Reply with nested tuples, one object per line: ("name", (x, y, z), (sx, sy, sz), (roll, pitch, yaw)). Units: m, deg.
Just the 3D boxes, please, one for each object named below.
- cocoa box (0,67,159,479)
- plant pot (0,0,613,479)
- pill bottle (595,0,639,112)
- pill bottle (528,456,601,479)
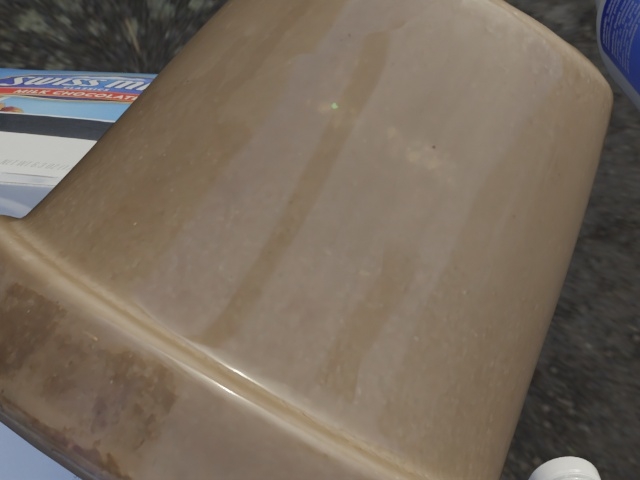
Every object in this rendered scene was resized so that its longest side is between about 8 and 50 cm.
("cocoa box", (-0.157, 0.085, 1.072), (0.231, 0.228, 0.347), (5, 111, 23))
("plant pot", (0.000, 0.000, 0.719), (0.263, 0.263, 0.229), (29, 91, -7))
("pill bottle", (0.294, -0.148, 1.300), (0.152, 0.272, 0.152), (-3, 116, -6))
("pill bottle", (0.165, 0.194, 1.091), (0.067, 0.120, 0.067), (-4, 126, -5))
